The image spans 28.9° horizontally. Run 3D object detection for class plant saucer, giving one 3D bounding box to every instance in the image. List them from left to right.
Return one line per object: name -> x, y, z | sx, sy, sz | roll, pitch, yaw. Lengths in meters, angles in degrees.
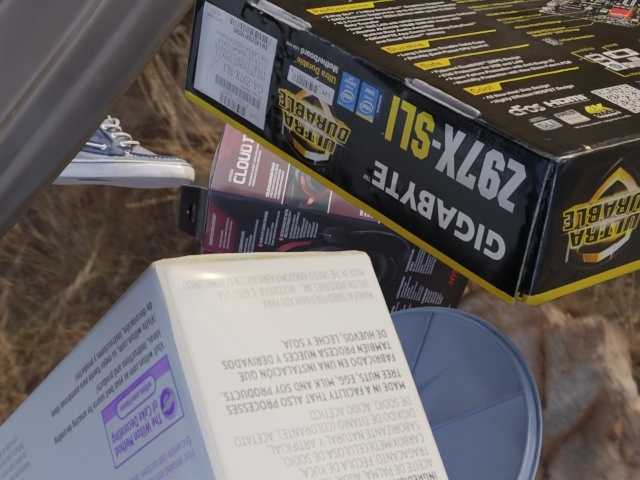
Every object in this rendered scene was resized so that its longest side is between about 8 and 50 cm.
plant saucer -> -0.073, -0.105, 0.426 | 0.041, 0.278, 0.278 | 35, 89, -20

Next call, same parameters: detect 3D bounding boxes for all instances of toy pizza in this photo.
toy pizza -> 0.048, 0.134, 0.767 | 0.201, 0.032, 0.201 | -21, 48, 25

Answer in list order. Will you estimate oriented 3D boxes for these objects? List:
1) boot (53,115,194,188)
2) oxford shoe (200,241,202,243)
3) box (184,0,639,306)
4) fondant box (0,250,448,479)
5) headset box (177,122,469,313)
boot -> -0.233, -0.107, 1.387 | 0.190, 0.069, 0.086 | 3, 81, 3
oxford shoe -> -0.053, 0.061, 1.473 | 0.123, 0.130, 0.348 | -22, 40, -17
box -> 0.131, -0.086, 0.682 | 0.257, 0.322, 0.079 | 32, 125, 41
fondant box -> -0.030, 0.202, 0.451 | 0.238, 0.096, 0.330 | -41, 59, 46
headset box -> 0.000, 0.000, 1.248 | 0.293, 0.218, 0.110 | 11, 52, -2
